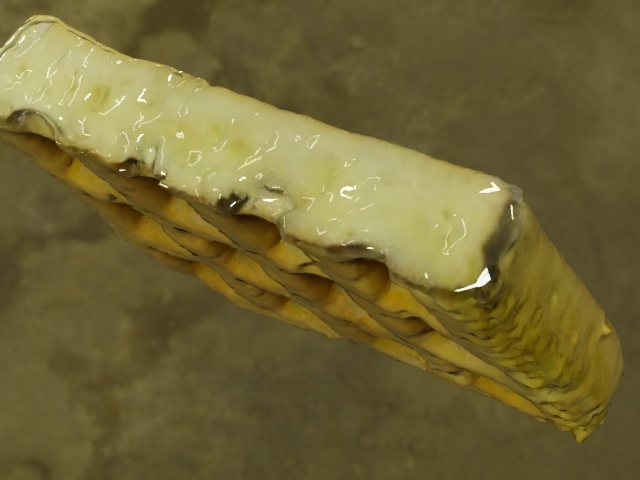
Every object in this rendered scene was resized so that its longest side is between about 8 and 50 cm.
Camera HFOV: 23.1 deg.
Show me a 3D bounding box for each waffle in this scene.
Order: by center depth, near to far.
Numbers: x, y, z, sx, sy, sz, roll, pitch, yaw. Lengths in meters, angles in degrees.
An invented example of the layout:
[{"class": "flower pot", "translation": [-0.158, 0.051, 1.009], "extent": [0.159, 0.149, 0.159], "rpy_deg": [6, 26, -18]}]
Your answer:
[{"class": "waffle", "translation": [0.000, 0.000, 0.680], "extent": [0.248, 0.221, 0.055], "rpy_deg": [21, 79, 26]}]
